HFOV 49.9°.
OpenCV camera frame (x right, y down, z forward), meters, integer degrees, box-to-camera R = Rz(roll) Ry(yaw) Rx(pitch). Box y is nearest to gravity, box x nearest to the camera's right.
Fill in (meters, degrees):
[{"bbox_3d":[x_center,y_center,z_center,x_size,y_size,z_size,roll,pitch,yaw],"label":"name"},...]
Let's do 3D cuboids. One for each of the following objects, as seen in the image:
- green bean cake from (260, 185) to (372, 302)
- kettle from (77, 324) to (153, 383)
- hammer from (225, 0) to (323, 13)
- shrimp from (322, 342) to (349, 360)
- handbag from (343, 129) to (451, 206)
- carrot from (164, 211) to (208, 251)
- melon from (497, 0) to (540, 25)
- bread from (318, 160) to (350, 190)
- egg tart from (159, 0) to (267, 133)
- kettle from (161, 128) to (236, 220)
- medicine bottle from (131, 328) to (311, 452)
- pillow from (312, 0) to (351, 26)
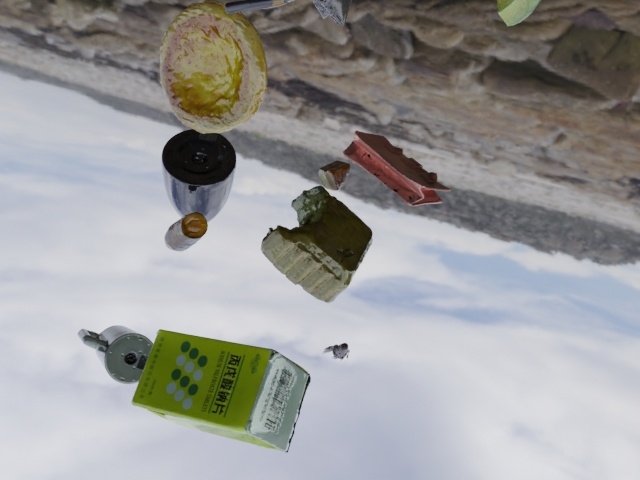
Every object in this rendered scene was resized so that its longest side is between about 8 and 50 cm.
[{"bbox_3d":[0.000,0.000,1.636,0.233,0.124,0.236,40,-139,-7],"label":"green bean cake"},{"bbox_3d":[-0.404,0.222,1.362,0.127,0.098,0.148,-9,-173,-27],"label":"kettle"},{"bbox_3d":[-0.068,-0.410,1.173,0.201,0.021,0.078,-4,-158,13],"label":"hammer"},{"bbox_3d":[0.039,0.235,1.440,0.038,0.029,0.092,38,155,-16],"label":"shrimp"},{"bbox_3d":[0.166,-0.155,1.492,0.212,0.059,0.157,42,-154,25],"label":"handbag"},{"bbox_3d":[-0.366,-0.020,1.849,0.082,0.082,0.173,10,159,-26],"label":"carrot"},{"bbox_3d":[0.424,-0.550,1.489,0.118,0.064,0.209,-7,160,32],"label":"melon"},{"bbox_3d":[0.029,-0.143,1.557,0.043,0.062,0.109,13,-161,23],"label":"bread"},{"bbox_3d":[-0.247,-0.413,1.660,0.319,0.318,0.128,18,-156,19],"label":"egg tart"},{"bbox_3d":[-0.351,-0.184,2.046,0.208,0.268,0.290,14,146,0],"label":"kettle"},{"bbox_3d":[-0.161,0.242,1.126,0.250,0.137,0.141,4,153,31],"label":"medicine bottle"},{"bbox_3d":[0.069,-0.698,1.617,0.228,0.326,0.101,33,-169,-49],"label":"pillow"}]
